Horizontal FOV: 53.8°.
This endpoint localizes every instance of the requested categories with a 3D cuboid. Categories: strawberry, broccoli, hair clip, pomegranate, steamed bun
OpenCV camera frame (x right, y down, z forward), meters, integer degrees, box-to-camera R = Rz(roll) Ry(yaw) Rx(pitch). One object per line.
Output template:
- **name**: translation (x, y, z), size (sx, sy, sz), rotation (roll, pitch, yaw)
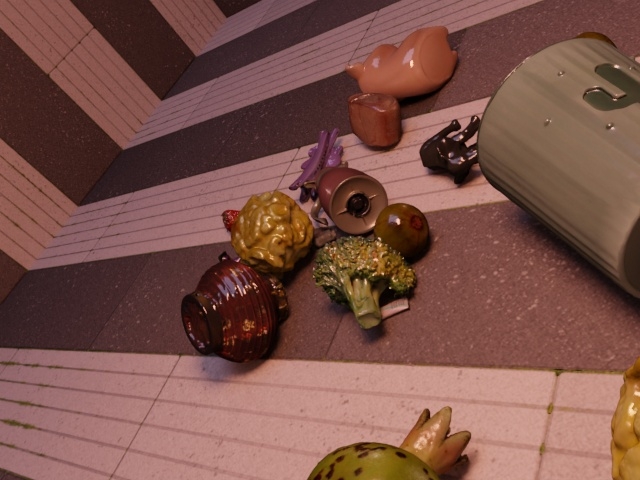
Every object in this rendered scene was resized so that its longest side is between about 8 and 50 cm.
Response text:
- **strawberry**: translation (-0.261, -0.063, 1.939), size (0.083, 0.073, 0.073), rotation (-11, 25, -21)
- **broccoli**: translation (0.091, 0.096, 1.293), size (0.220, 0.194, 0.194), rotation (-7, 36, -1)
- **hair clip**: translation (-0.014, -0.214, 1.842), size (0.137, 0.090, 0.278), rotation (-7, 41, 38)
- **pomegranate**: translation (0.092, 0.381, 0.919), size (0.231, 0.231, 0.286), rotation (-17, 10, 33)
- **steamed bun**: translation (0.155, -0.335, 1.748), size (0.106, 0.145, 0.175), rotation (-34, 40, -24)

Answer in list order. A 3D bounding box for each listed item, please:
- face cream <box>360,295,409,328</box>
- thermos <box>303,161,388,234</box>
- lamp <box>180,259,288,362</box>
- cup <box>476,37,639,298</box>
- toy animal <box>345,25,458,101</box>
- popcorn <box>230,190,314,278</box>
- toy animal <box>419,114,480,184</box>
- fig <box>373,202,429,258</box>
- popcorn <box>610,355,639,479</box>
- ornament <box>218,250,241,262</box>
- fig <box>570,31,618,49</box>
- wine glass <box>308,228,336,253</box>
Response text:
- **face cream**: translation (0.132, 0.148, 1.302), size (0.115, 0.020, 0.038), rotation (-29, 30, 17)
- **thermos**: translation (0.049, -0.111, 1.603), size (0.176, 0.146, 0.265), rotation (-53, 23, 4)
- **lamp**: translation (-0.191, 0.160, 1.443), size (0.247, 0.247, 0.247), rotation (-27, 35, 21)
- **cup**: translation (0.507, -0.147, 1.013), size (0.401, 0.310, 0.392), rotation (-38, 37, 9)
- **toy animal**: translation (0.235, -0.499, 1.821), size (0.256, 0.195, 0.213), rotation (-9, 36, 44)
- **popcorn**: translation (-0.126, -0.008, 1.563), size (0.217, 0.181, 0.235), rotation (-31, 45, 34)
- **toy animal**: translation (0.323, -0.207, 1.466), size (0.146, 0.114, 0.245), rotation (-39, 10, -10)
- **fig**: translation (0.146, 0.006, 1.409), size (0.236, 0.124, 0.124), rotation (-41, 22, 48)
- **popcorn**: translation (0.456, 0.232, 0.663), size (0.293, 0.293, 0.237), rotation (-19, 32, 30)
- **ornament**: translation (-0.169, 0.035, 1.718), size (0.203, 0.088, 0.081), rotation (-26, 9, 0)
- **fig**: translation (0.602, -0.362, 1.364), size (0.127, 0.133, 0.185), rotation (-30, 69, -11)
- **wine glass**: translation (0.000, 0.000, 1.605), size (0.083, 0.039, 0.042), rotation (-23, 25, 21)
